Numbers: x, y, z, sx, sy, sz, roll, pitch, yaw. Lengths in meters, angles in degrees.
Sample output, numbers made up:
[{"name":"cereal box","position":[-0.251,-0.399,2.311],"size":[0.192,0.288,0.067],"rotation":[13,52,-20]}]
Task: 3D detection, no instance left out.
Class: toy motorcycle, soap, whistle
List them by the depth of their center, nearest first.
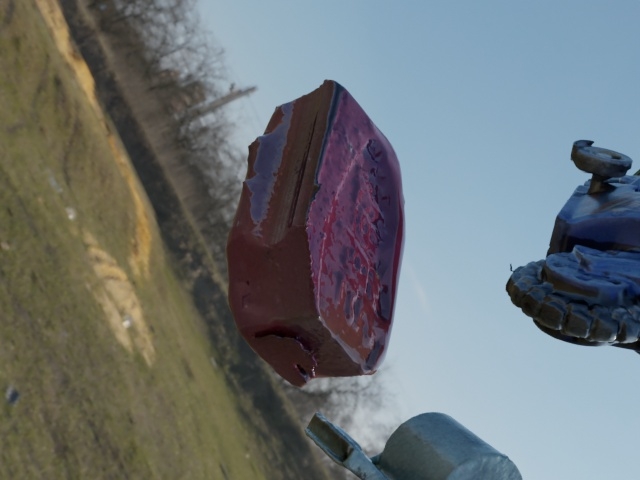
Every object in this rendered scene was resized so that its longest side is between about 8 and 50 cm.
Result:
[{"name":"toy motorcycle","position":[0.152,0.009,0.376],"size":[0.205,0.114,0.076],"rotation":[-31,133,-60]},{"name":"soap","position":[0.000,0.000,1.017],"size":[0.220,0.127,0.325],"rotation":[44,48,-39]},{"name":"whistle","position":[0.146,0.388,1.407],"size":[0.168,0.404,0.188],"rotation":[29,-74,59]}]

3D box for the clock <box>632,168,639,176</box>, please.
[{"name":"clock","position":[0.556,-0.007,1.247],"size":[0.262,0.116,0.231],"rotation":[67,-23,17]}]
